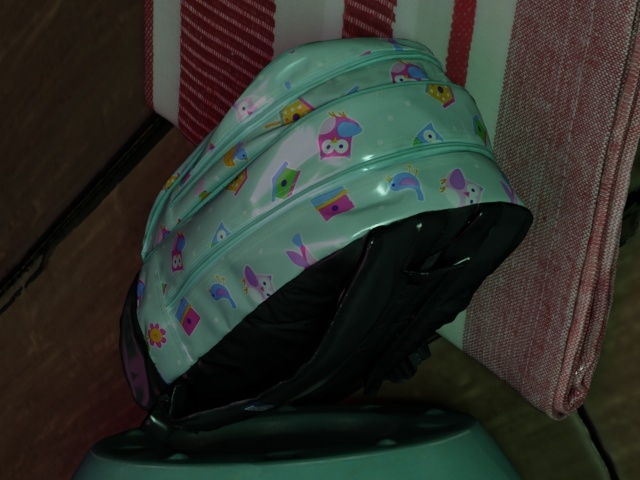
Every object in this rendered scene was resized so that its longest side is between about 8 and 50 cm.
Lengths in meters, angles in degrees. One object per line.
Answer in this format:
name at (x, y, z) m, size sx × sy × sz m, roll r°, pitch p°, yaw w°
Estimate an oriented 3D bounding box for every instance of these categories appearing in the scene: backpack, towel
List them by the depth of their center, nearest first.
backpack at (0.000, 0.000, 0.654) m, size 0.182 × 0.152 × 0.115 m, roll -47°, pitch 65°, yaw 48°
towel at (0.020, -0.093, 0.726) m, size 0.329 × 0.037 × 0.237 m, roll 38°, pitch 136°, yaw 37°

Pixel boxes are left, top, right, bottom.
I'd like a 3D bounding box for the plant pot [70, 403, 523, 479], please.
plant pot at (-0.010, 0.202, 0.713) m, size 0.293 × 0.293 × 0.235 m, roll -3°, pitch 92°, yaw 52°
